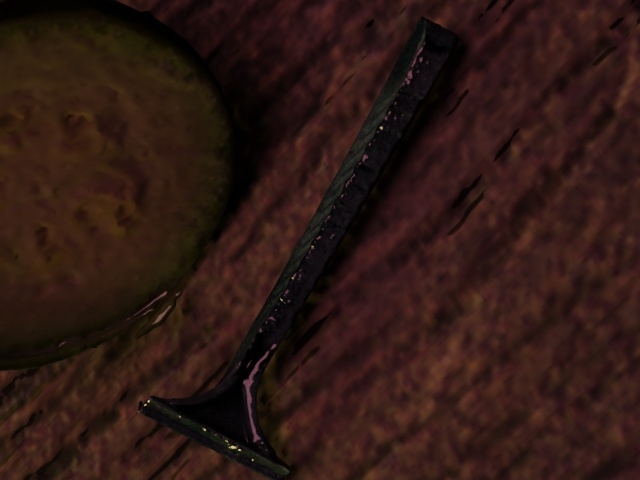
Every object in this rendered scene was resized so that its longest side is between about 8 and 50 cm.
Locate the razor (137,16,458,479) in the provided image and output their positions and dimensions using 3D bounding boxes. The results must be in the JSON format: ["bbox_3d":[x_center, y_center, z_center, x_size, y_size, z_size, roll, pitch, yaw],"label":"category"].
[{"bbox_3d":[0.000,-0.001,0.628,0.066,0.033,0.190,27,99,-9],"label":"razor"}]

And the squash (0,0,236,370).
[{"bbox_3d":[-0.130,-0.038,0.661,0.170,0.170,0.123,-62,37,12],"label":"squash"}]
